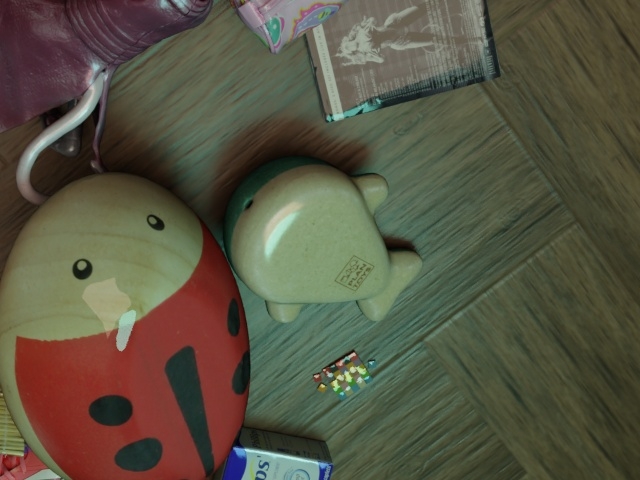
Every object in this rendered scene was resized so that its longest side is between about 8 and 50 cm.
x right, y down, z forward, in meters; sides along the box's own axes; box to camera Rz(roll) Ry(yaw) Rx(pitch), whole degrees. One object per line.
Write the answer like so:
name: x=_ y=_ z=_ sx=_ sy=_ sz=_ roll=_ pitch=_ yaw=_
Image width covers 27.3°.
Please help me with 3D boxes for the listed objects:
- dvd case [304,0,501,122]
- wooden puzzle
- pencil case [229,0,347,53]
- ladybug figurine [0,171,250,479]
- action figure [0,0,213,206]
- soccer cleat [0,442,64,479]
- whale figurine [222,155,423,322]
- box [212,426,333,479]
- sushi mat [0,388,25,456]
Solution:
dvd case: x=0.093 y=-0.245 z=1.563 sx=0.221 sy=0.018 sz=0.165 roll=-16 pitch=108 yaw=-4
wooden puzzle: x=0.034 y=0.174 z=1.688 sx=0.083 sy=0.006 sz=0.049 roll=-32 pitch=109 yaw=1
pencil case: x=0.026 y=-0.330 z=1.465 sx=0.284 sy=0.124 sz=0.124 roll=-34 pitch=109 yaw=-1
ladybug figurine: x=-0.197 y=0.133 z=1.478 sx=0.305 sy=0.162 sz=0.449 roll=-39 pitch=137 yaw=-26
action figure: x=-0.226 y=-0.228 z=1.359 sx=0.370 sy=0.276 sz=0.248 roll=-27 pitch=153 yaw=34
soccer cleat: x=-0.408 y=0.316 z=1.610 sx=0.318 sy=0.109 sz=0.116 roll=-44 pitch=110 yaw=9
whale figurine: x=0.000 y=0.000 z=1.582 sx=0.272 sy=0.141 sz=0.216 roll=27 pitch=102 yaw=-41
box: x=-0.067 y=0.315 z=1.681 sx=0.137 sy=0.072 sz=0.126 roll=12 pitch=104 yaw=-12
sushi mat: x=-0.498 y=0.169 z=1.542 sx=0.316 sy=0.151 sz=0.019 roll=8 pitch=145 yaw=-12
